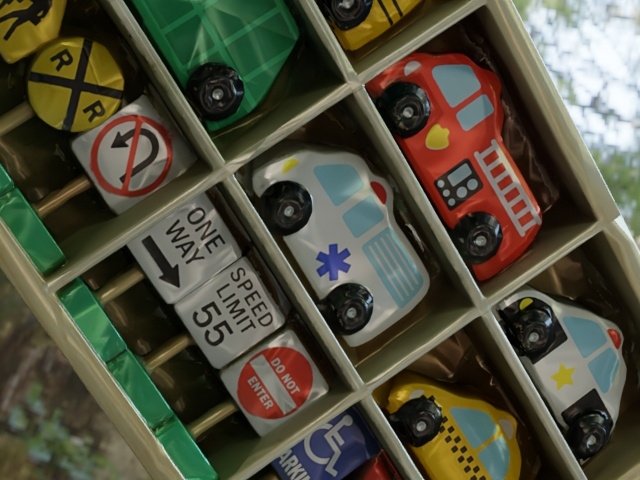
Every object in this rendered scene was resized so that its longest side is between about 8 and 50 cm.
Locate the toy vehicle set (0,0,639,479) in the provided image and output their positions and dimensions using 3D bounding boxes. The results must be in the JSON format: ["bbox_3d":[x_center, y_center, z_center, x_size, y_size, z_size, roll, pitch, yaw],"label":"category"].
[{"bbox_3d":[0.000,0.000,0.494,0.166,0.035,0.267,-35,-65,-8],"label":"toy vehicle set"}]
